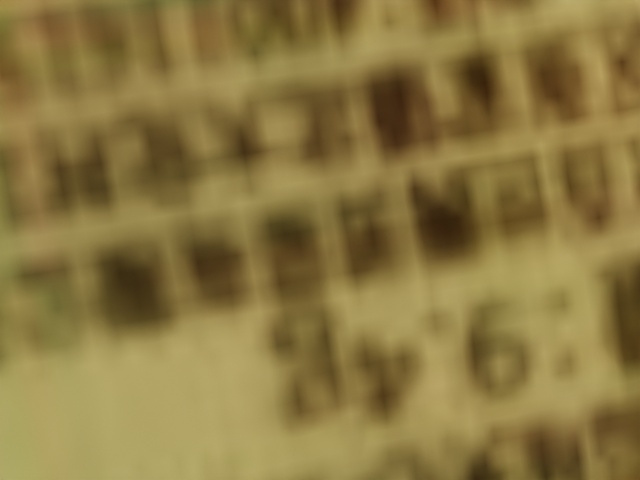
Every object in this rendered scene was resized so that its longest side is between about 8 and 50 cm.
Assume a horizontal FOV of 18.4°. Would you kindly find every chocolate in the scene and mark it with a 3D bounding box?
[{"bbox_3d":[0.000,0.000,0.501,0.360,0.341,0.161,-13,-89,-15],"label":"chocolate"}]
